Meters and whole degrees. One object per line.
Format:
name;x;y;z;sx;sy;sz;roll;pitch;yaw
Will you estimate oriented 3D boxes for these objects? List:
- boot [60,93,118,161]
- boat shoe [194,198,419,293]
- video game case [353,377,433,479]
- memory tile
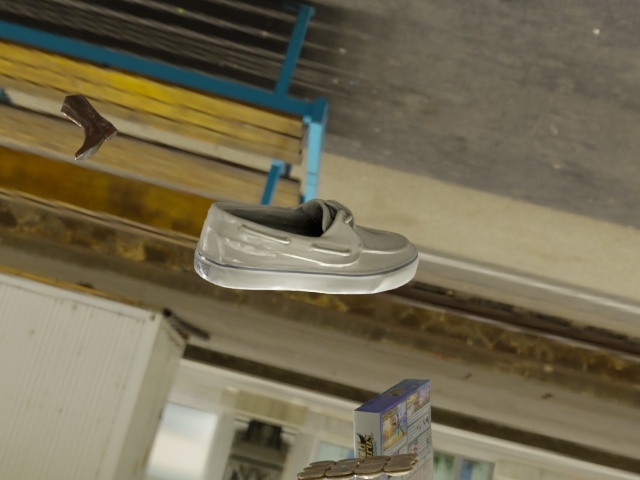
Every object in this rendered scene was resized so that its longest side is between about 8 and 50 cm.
boot;-0.454;-0.214;1.685;0.114;0.106;0.037;43;150;3
boat shoe;0.000;0.000;0.923;0.258;0.084;0.095;-2;-152;-34
video game case;0.147;0.417;1.761;0.061;0.244;0.269;1;-175;27
memory tile;0.049;0.292;1.154;0.148;0.012;0.113;-8;175;10
